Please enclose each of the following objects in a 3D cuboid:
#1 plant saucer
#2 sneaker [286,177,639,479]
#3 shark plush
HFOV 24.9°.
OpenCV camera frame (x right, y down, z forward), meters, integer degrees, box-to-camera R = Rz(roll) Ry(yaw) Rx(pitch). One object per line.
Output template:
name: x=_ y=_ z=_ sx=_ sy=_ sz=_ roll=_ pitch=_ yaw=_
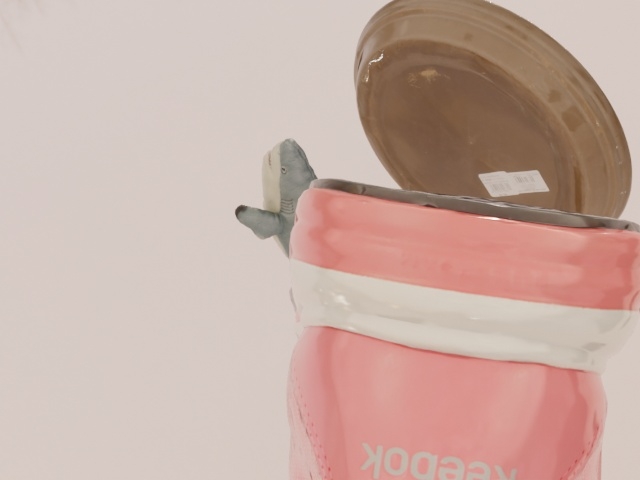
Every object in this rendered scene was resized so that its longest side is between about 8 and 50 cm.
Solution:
plant saucer: x=0.137 y=-0.091 z=1.254 sx=0.278 sy=0.278 sz=0.041 roll=25 pitch=-124 yaw=26
sneaker: x=0.028 y=0.078 z=0.467 sx=0.116 sy=0.314 sz=0.136 roll=9 pitch=-102 yaw=8
shark plush: x=0.000 y=0.000 z=1.125 sx=0.067 sy=0.073 sz=0.161 roll=-31 pitch=-91 yaw=37
